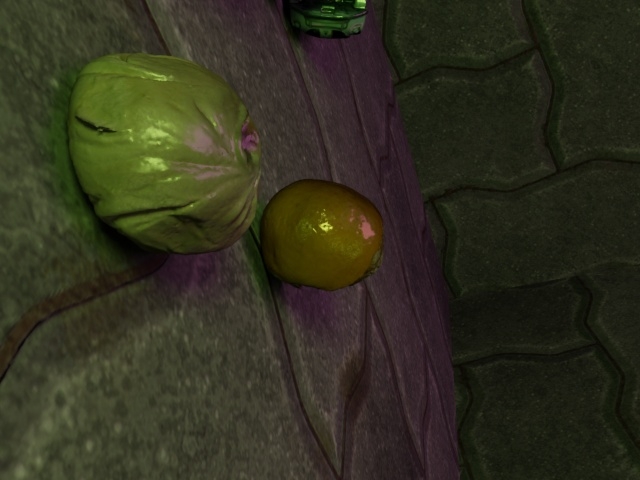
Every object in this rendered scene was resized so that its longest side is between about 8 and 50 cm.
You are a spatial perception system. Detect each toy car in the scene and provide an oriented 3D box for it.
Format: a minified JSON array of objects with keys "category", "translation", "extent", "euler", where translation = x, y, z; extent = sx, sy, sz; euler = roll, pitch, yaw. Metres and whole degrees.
[{"category":"toy car","translation":[0.019,-0.438,1.297],"extent":[0.306,0.136,0.125],"euler":[-85,179,-47]}]

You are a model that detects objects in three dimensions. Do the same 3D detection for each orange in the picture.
[{"category":"orange","translation":[0.000,0.000,0.829],"extent":[0.134,0.157,0.156],"euler":[-55,151,-11]}]

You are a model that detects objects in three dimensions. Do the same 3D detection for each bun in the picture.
[{"category":"bun","translation":[-0.101,-0.067,0.534],"extent":[0.173,0.113,0.166],"euler":[-85,158,-56]}]
